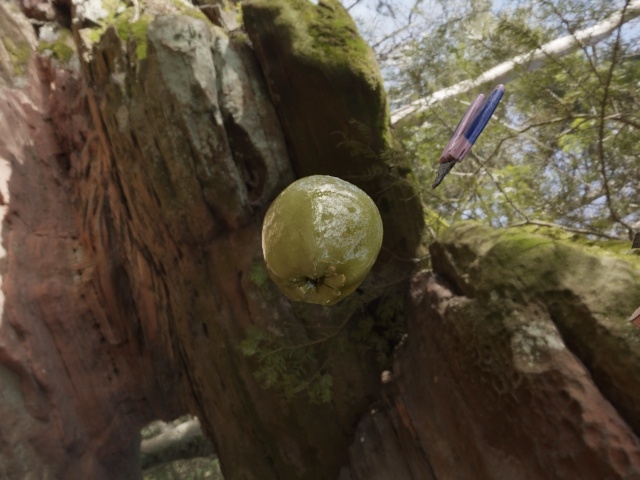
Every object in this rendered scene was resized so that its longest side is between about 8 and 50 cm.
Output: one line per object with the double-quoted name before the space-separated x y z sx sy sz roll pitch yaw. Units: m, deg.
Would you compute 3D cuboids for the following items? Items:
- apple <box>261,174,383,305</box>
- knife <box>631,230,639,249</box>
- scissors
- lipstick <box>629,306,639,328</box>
"apple" 0.000 0.000 0.722 0.200 0.200 0.200 55 -22 35
"knife" 0.854 -0.045 1.147 0.060 0.231 0.028 56 5 -11
"scissors" 0.131 -0.094 0.433 0.012 0.113 0.039 36 -12 -16
"lipstick" 0.930 0.276 1.149 0.327 0.087 0.087 42 -27 22
